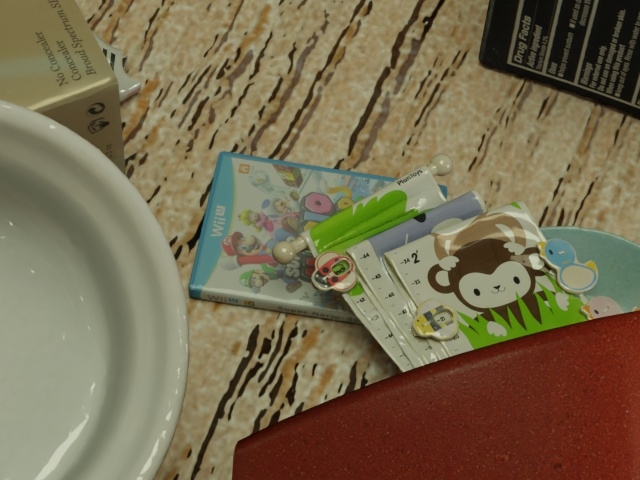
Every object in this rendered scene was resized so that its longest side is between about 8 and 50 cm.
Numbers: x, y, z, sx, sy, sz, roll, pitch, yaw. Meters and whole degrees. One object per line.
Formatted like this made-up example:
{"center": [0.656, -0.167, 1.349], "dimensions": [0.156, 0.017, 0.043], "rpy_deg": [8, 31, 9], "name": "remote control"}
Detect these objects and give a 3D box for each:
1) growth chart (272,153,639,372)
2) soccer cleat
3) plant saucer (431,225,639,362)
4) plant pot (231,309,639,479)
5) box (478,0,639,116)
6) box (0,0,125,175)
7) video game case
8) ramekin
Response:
{"center": [0.106, 0.042, 1.207], "dimensions": [0.172, 0.021, 0.237], "rpy_deg": [-35, 66, -23], "name": "growth chart"}
{"center": [-0.163, -0.136, 1.346], "dimensions": [0.035, 0.029, 0.083], "rpy_deg": [-22, 64, -26], "name": "soccer cleat"}
{"center": [0.170, 0.081, 1.220], "dimensions": [0.195, 0.037, 0.195], "rpy_deg": [1, 58, -2], "name": "plant saucer"}
{"center": [0.077, 0.221, 1.013], "dimensions": [0.235, 0.267, 0.267], "rpy_deg": [-4, 57, 10], "name": "plant pot"}
{"center": [0.289, -0.225, 1.267], "dimensions": [0.294, 0.296, 0.183], "rpy_deg": [20, 59, 9], "name": "box"}
{"center": [-0.303, -0.072, 1.240], "dimensions": [0.311, 0.121, 0.148], "rpy_deg": [-23, 63, -16], "name": "box"}
{"center": [0.000, 0.000, 1.275], "dimensions": [0.166, 0.015, 0.119], "rpy_deg": [9, 58, 3], "name": "video game case"}
{"center": [-0.221, 0.062, 1.022], "dimensions": [0.277, 0.135, 0.277], "rpy_deg": [2, 84, -15], "name": "ramekin"}
